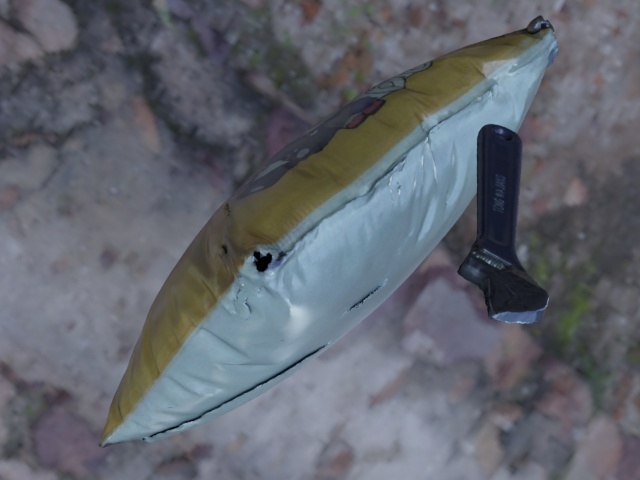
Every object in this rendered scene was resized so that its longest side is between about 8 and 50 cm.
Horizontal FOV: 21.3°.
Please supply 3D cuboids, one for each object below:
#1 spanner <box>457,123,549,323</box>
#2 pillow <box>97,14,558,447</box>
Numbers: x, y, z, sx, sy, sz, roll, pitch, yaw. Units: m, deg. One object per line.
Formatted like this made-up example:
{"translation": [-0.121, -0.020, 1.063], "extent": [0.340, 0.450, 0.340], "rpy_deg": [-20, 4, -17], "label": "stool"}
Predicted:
{"translation": [0.099, -0.013, 0.917], "extent": [0.208, 0.046, 0.012], "rpy_deg": [-79, -173, -60], "label": "spanner"}
{"translation": [0.000, 0.000, 1.159], "extent": [0.310, 0.119, 0.312], "rpy_deg": [-42, 175, -34], "label": "pillow"}
